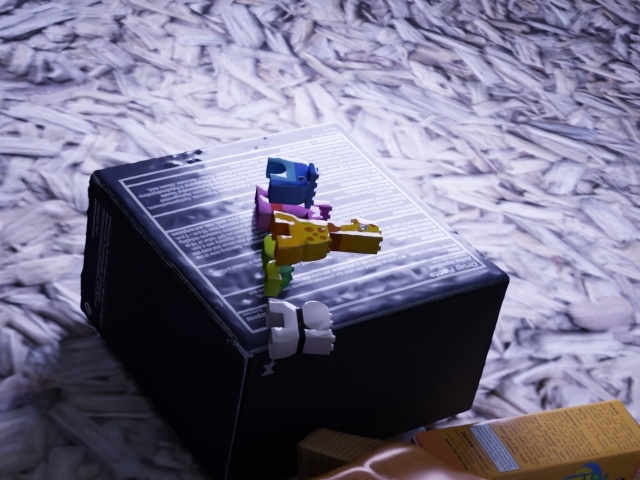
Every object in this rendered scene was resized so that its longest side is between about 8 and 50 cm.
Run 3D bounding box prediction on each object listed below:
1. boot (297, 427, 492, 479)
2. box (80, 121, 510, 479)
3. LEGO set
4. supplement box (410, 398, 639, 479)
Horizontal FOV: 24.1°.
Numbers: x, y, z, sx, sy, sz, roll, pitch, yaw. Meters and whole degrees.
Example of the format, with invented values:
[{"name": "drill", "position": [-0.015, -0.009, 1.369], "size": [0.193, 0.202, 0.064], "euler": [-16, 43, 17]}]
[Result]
[{"name": "boot", "position": [0.025, 0.255, 1.181], "size": [0.211, 0.104, 0.295], "euler": [14, 36, 30]}, {"name": "box", "position": [-0.034, 0.054, 1.444], "size": [0.296, 0.183, 0.294], "euler": [-14, 41, -31]}, {"name": "LEGO set", "position": [0.000, 0.000, 1.299], "size": [0.093, 0.087, 0.227], "euler": [4, 37, -9]}, {"name": "supplement box", "position": [0.192, 0.211, 1.381], "size": [0.233, 0.078, 0.080], "euler": [-7, 38, -27]}]
